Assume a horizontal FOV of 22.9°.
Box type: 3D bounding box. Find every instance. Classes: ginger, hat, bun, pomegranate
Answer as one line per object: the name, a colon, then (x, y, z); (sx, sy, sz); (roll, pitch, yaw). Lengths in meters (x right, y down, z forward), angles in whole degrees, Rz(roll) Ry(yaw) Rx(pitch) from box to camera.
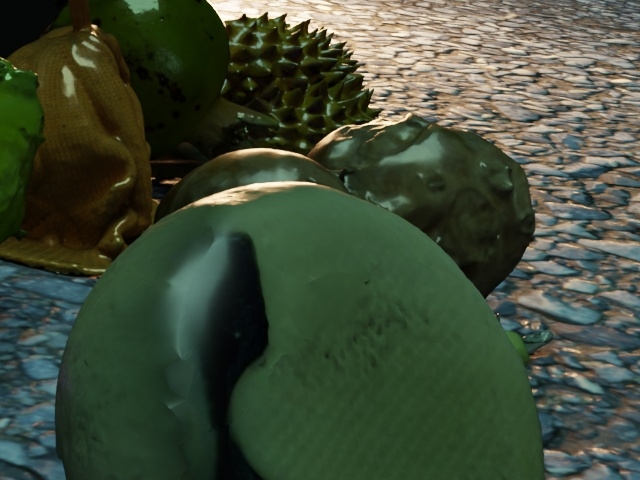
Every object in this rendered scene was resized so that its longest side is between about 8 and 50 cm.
ginger: (0.000, 0.000, 1.231); (0.256, 0.176, 0.375); (-1, 10, 44)
hat: (-0.219, -0.117, 1.382); (0.233, 0.233, 0.244); (-1, 18, -18)
bun: (-0.023, 0.115, 0.786); (0.179, 0.283, 0.283); (-29, -8, 40)
pomegranate: (-0.157, -0.171, 1.576); (0.246, 0.198, 0.198); (7, 18, -12)

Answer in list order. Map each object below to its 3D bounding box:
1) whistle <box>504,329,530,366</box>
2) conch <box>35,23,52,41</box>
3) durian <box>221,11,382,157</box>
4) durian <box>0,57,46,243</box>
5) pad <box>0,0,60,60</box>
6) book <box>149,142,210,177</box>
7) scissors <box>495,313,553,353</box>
whistle: (0.034, 0.085, 1.087); (0.227, 0.085, 0.105); (-3, 36, -18)
conch: (-0.305, -0.197, 1.789); (0.187, 0.124, 0.181); (-27, 26, 22)
durian: (-0.029, -0.148, 1.726); (0.260, 0.154, 0.186); (-16, 58, -45)
durian: (-0.392, -0.032, 1.158); (0.256, 0.204, 0.339); (4, 21, 42)
pad: (-0.367, -0.225, 1.778); (0.005, 0.202, 0.300); (42, 3, -25)
book: (-0.228, -0.097, 1.655); (0.228, 0.024, 0.160); (0, 22, -23)
scissors: (0.111, 0.090, 1.210); (0.133, 0.020, 0.187); (14, 21, 32)
